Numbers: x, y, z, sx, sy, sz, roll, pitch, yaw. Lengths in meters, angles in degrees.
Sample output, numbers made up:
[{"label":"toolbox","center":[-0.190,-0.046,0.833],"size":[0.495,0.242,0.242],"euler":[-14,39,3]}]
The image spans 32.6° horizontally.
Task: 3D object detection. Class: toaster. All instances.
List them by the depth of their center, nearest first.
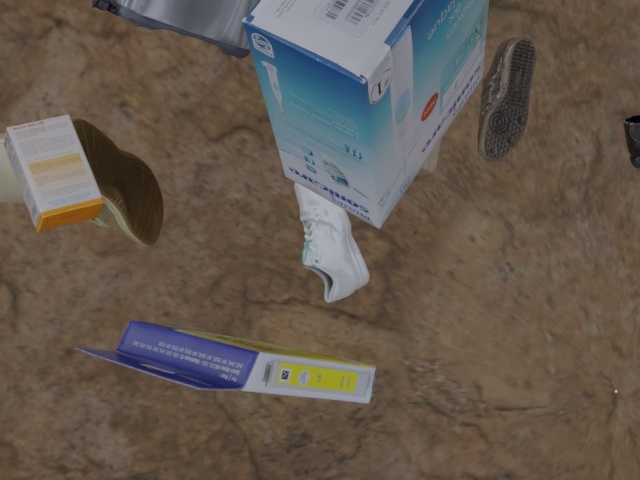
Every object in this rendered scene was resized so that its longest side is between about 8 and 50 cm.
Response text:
[{"label":"toaster","center":[-0.167,-0.335,1.385],"size":[0.147,0.226,0.129],"euler":[-68,28,16]}]

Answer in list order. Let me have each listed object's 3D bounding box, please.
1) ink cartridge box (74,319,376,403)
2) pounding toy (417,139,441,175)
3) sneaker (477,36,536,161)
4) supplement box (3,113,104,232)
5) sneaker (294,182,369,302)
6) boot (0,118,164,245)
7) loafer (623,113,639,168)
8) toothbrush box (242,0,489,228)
[{"label":"ink cartridge box","center":[-0.134,0.166,1.541],"size":[0.303,0.307,0.072],"euler":[8,84,47]},{"label":"pounding toy","center":[0.133,-0.147,1.767],"size":[0.130,0.100,0.141],"euler":[-2,74,51]},{"label":"sneaker","center":[0.269,-0.207,1.621],"size":[0.066,0.071,0.189],"euler":[19,88,-22]},{"label":"supplement box","center":[-0.251,-0.064,1.027],"size":[0.062,0.036,0.099],"euler":[-16,73,-28]},{"label":"sneaker","center":[0.000,0.000,1.734],"size":[0.094,0.080,0.212],"euler":[-33,106,-25]},{"label":"boot","center":[-0.335,-0.068,1.398],"size":[0.203,0.262,0.095],"euler":[-1,68,22]},{"label":"loafer","center":[0.489,-0.169,1.411],"size":[0.220,0.080,0.078],"euler":[-28,102,28]},{"label":"toothbrush box","center":[0.056,-0.177,1.036],"size":[0.126,0.295,0.216],"euler":[30,72,16]}]
